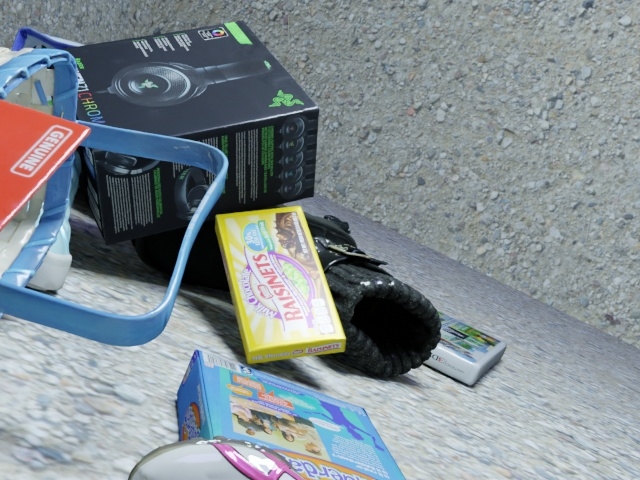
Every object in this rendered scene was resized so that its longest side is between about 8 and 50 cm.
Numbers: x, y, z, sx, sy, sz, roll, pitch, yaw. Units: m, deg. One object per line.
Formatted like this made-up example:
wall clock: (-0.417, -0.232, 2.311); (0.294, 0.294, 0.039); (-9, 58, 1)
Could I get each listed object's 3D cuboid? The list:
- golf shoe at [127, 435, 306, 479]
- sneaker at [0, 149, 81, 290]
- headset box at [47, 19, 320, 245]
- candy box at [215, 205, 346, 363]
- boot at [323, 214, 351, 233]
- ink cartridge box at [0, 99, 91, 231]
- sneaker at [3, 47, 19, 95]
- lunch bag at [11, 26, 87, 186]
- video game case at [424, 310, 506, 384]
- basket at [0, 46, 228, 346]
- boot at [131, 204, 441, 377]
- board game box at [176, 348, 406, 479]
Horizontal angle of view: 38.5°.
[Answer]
golf shoe: (-0.021, 0.168, 0.525); (0.186, 0.068, 0.086); (22, 9, -12)
sneaker: (-0.317, -0.063, 0.963); (0.135, 0.150, 0.366); (19, 8, -26)
headset box: (-0.161, -0.143, 1.116); (0.283, 0.131, 0.246); (-13, 42, -21)
candy box: (-0.048, 0.043, 1.009); (0.105, 0.027, 0.206); (-8, 47, -13)
boot: (0.000, 0.000, 1.695); (0.045, 0.099, 0.121); (27, 8, 40)
ink cartridge box: (-0.290, -0.051, 0.490); (0.238, 0.060, 0.275); (16, 38, 5)
sneaker: (-0.474, -0.132, 0.999); (0.299, 0.121, 0.112); (-11, -12, -32)
lunch bag: (-0.267, -0.151, 1.449); (0.385, 0.239, 0.328); (18, 3, 23)
video game case: (0.133, 0.127, 1.445); (0.299, 0.036, 0.329); (25, 7, 17)
basket: (-0.230, -0.032, 0.695); (0.288, 0.201, 0.255); (15, 31, -3)
boot: (-0.039, 0.046, 1.128); (0.347, 0.131, 0.260); (8, 23, -31)
board game box: (-0.022, 0.158, 0.677); (0.160, 0.047, 0.210); (22, 7, -14)
